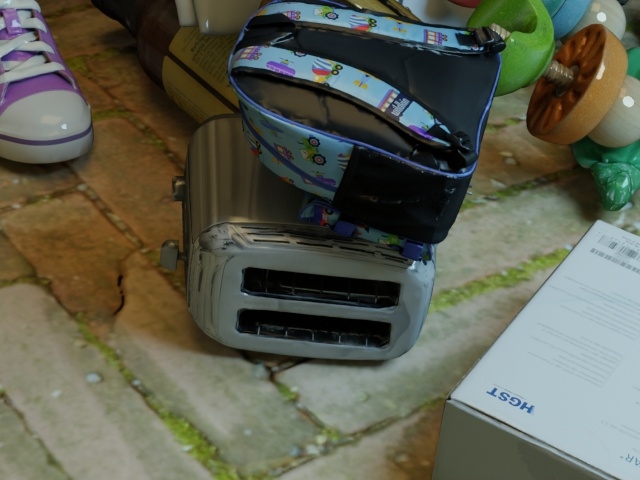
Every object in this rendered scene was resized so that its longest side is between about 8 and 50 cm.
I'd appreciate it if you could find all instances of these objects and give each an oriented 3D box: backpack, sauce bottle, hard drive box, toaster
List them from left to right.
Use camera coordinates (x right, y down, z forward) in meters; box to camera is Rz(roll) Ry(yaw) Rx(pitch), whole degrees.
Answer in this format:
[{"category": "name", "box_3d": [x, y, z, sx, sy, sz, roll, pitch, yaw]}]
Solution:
[{"category": "sauce bottle", "box_3d": [-0.082, -0.153, 1.260, 0.111, 0.111, 0.344, -23, 49, -30]}, {"category": "toaster", "box_3d": [0.000, 0.000, 1.075, 0.227, 0.129, 0.146, 7, 43, -5]}, {"category": "backpack", "box_3d": [0.021, -0.083, 0.988, 0.173, 0.117, 0.158, 17, 45, 2]}, {"category": "hard drive box", "box_3d": [0.210, 0.108, 0.995, 0.181, 0.089, 0.232, 25, 43, 23]}]

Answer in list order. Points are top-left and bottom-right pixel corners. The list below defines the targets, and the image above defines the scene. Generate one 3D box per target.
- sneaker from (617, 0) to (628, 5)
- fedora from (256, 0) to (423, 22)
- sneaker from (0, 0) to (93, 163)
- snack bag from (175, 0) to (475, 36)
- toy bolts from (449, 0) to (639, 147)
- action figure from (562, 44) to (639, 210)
[{"category": "sneaker", "box_3d": [0.277, -0.266, 1.378, 0.344, 0.134, 0.146, -18, 57, 23]}, {"category": "fedora", "box_3d": [0.015, -0.161, 1.116, 0.194, 0.079, 0.194, 35, 12, -9]}, {"category": "sneaker", "box_3d": [-0.274, -0.190, 1.246, 0.102, 0.161, 0.282, -17, 45, -27]}, {"category": "snack bag", "box_3d": [-0.013, -0.327, 1.269, 0.343, 0.037, 0.323, -8, 81, -42]}, {"category": "toy bolts", "box_3d": [0.174, -0.147, 1.244, 0.158, 0.218, 0.228, 29, 48, -19]}, {"category": "action figure", "box_3d": [0.260, -0.098, 1.273, 0.137, 0.063, 0.232, 14, 36, 7]}]
